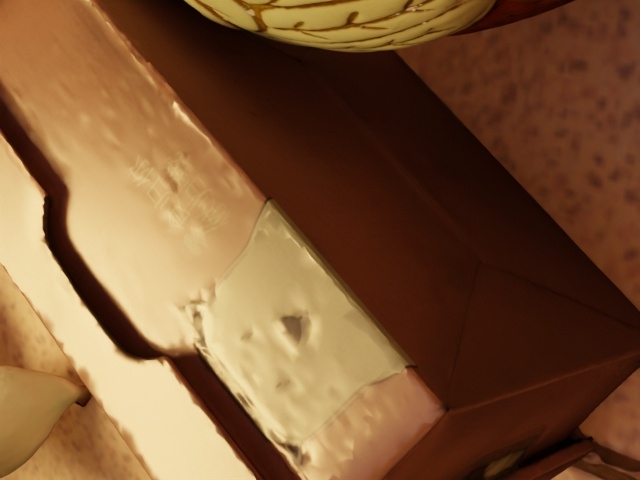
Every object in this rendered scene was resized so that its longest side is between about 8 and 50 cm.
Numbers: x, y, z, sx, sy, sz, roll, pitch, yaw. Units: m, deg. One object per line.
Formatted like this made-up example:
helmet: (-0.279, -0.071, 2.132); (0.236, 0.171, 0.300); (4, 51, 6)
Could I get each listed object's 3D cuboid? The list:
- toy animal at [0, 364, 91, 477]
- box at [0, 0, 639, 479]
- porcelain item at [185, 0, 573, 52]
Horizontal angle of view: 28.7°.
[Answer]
toy animal: (-0.296, 0.043, 0.728); (0.247, 0.183, 0.310); (-21, 87, 42)
box: (0.000, 0.000, 0.446); (0.086, 0.215, 0.215); (-49, 67, 23)
porcelain item: (0.040, -0.150, 0.402); (0.253, 0.253, 0.253); (11, 108, 39)
